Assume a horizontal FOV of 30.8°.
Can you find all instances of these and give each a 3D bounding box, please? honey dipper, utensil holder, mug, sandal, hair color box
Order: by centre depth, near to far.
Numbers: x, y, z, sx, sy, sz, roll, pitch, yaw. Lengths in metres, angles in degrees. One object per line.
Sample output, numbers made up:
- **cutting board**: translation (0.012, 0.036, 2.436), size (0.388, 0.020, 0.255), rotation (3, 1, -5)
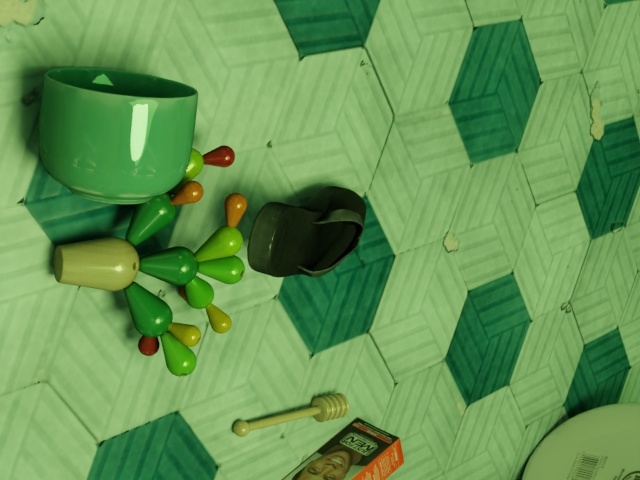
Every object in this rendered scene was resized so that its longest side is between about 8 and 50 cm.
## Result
- **mug**: translation (-0.165, -0.089, 1.000), size (0.158, 0.129, 0.097), rotation (-7, 112, -46)
- **sandal**: translation (0.000, 0.001, 1.213), size (0.254, 0.054, 0.097), rotation (-20, 123, -67)
- **honey dipper**: translation (-0.034, 0.199, 1.322), size (0.161, 0.030, 0.030), rotation (-4, 107, -43)
- **hair color box**: translation (0.026, 0.276, 1.380), size (0.141, 0.072, 0.043), rotation (-35, 128, -34)
- **utensil holder**: translation (0.498, 0.486, 1.772), size (0.327, 0.328, 0.385), rotation (-45, 131, -27)

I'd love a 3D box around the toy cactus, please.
- **toy cactus**: translation (-0.159, 0.016, 1.088), size (0.181, 0.112, 0.219), rotation (1, 106, -28)
